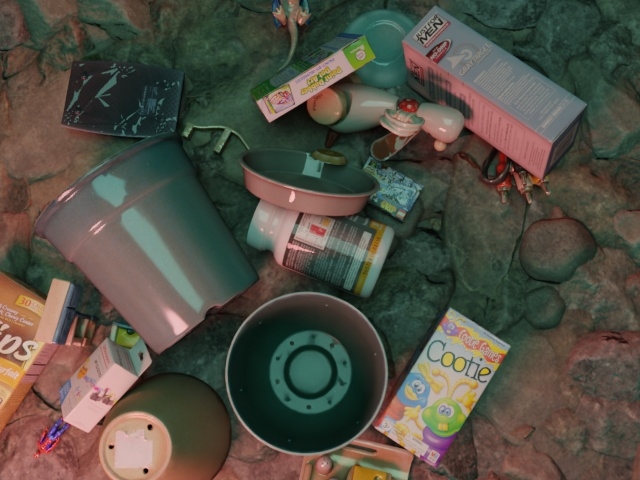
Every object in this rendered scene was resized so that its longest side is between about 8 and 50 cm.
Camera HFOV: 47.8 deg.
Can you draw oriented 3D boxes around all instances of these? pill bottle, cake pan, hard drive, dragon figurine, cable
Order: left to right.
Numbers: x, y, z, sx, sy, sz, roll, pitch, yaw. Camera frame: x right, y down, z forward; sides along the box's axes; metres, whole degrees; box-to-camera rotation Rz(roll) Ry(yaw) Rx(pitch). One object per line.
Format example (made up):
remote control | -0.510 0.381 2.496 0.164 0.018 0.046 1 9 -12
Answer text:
hard drive | -0.435 -0.309 1.611 0.255 0.054 0.171 6 80 2
dragon figurine | -0.067 -0.527 1.628 0.085 0.144 0.289 -5 99 -2
cake pan | -0.026 -0.121 1.475 0.293 0.293 0.054 14 111 3
pill bottle | 0.000 0.000 1.494 0.279 0.162 0.162 22 81 4
cable | 0.418 -0.218 1.595 0.140 0.072 0.287 -9 67 16

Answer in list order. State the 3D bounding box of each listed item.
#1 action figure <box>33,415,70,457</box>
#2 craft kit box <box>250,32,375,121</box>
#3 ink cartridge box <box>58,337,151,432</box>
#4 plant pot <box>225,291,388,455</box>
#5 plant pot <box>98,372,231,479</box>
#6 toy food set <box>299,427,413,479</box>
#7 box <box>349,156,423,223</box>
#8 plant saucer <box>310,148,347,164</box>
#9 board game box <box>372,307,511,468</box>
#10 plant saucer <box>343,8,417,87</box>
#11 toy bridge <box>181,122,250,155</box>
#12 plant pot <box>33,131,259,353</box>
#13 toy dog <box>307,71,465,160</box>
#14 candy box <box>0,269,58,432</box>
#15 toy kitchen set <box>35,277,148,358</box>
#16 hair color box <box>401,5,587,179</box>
action figure | -0.555 0.404 1.500 0.038 0.030 0.115 38 85 2
craft kit box | -0.025 -0.345 1.504 0.247 0.250 0.061 -29 109 1
ink cartridge box | -0.413 0.261 1.381 0.181 0.104 0.061 -48 123 0
plant pot | -0.022 0.257 1.411 0.293 0.235 0.292 0 79 2
plant pot | -0.316 0.383 1.374 0.257 0.274 0.256 0 81 1
toy food set | 0.054 0.537 1.397 0.220 0.092 0.306 12 61 3
box | 0.143 -0.110 1.579 0.137 0.027 0.094 30 80 6
plant saucer | 0.020 -0.184 1.568 0.083 0.083 0.015 15 110 4
board game box | 0.236 0.290 1.446 0.142 0.144 0.275 33 83 6
plant saucer | 0.143 -0.443 1.635 0.195 0.037 0.194 0 79 1
toy bridge | -0.216 -0.221 1.606 0.188 0.026 0.063 27 79 6
plant pot | -0.316 0.020 1.429 0.341 0.341 0.334 -38 90 -5
toy dog | 0.119 -0.240 1.532 0.220 0.161 0.334 -23 43 -40
candy box | -0.677 0.241 1.499 0.183 0.087 0.316 31 82 6
toy kitchen set | -0.438 0.162 1.449 0.166 0.207 0.122 13 81 3
hair color box | 0.349 -0.304 1.493 0.374 0.185 0.113 40 83 20
